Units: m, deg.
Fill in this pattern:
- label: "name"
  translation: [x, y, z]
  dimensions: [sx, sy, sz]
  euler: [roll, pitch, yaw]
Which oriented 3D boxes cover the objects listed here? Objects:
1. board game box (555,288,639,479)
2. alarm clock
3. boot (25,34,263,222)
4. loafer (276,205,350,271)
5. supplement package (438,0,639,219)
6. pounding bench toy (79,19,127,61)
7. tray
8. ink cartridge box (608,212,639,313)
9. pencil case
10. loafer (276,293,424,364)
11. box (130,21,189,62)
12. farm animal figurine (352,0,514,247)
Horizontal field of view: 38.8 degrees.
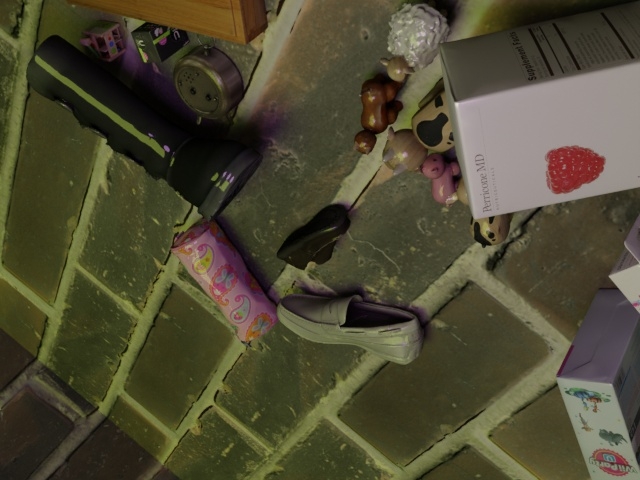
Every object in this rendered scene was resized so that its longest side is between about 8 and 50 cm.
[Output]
- label: "board game box"
  translation: [0.494, 0.263, 1.463]
  dimensions: [0.097, 0.224, 0.303]
  euler: [-3, 124, 40]
- label: "alarm clock"
  translation: [-0.208, -0.301, 1.654]
  dimensions: [0.129, 0.064, 0.192]
  euler: [25, 136, 20]
- label: "boot"
  translation: [-0.331, -0.223, 1.665]
  dimensions: [0.445, 0.146, 0.367]
  euler: [41, 165, -5]
- label: "loafer"
  translation: [0.000, 0.000, 1.759]
  dimensions: [0.078, 0.080, 0.220]
  euler: [40, 148, -14]
- label: "supplement package"
  translation: [0.313, -0.167, 1.146]
  dimensions: [0.292, 0.175, 0.178]
  euler: [-11, 125, 8]
- label: "pounding bench toy"
  translation: [-0.423, -0.373, 1.744]
  dimensions: [0.052, 0.083, 0.065]
  euler: [15, 134, 29]
- label: "tray"
  translation: [-0.289, -0.474, 1.547]
  dimensions: [0.410, 0.076, 0.203]
  euler: [19, 136, 27]
- label: "ink cartridge box"
  translation: [0.499, 0.052, 1.354]
  dimensions: [0.181, 0.104, 0.061]
  euler: [49, 141, -8]
- label: "pencil case"
  translation: [-0.203, 0.090, 1.969]
  dimensions: [0.124, 0.124, 0.284]
  euler: [-12, 120, 45]
- label: "loafer"
  translation: [0.057, 0.153, 1.828]
  dimensions: [0.319, 0.112, 0.111]
  euler: [11, 128, 22]
- label: "box"
  translation: [-0.288, -0.366, 1.638]
  dimensions: [0.052, 0.083, 0.062]
  euler: [8, 131, 35]
- label: "farm animal figurine"
  translation: [0.188, -0.150, 1.370]
  dimensions: [0.330, 0.172, 0.327]
  euler: [37, 141, 5]
